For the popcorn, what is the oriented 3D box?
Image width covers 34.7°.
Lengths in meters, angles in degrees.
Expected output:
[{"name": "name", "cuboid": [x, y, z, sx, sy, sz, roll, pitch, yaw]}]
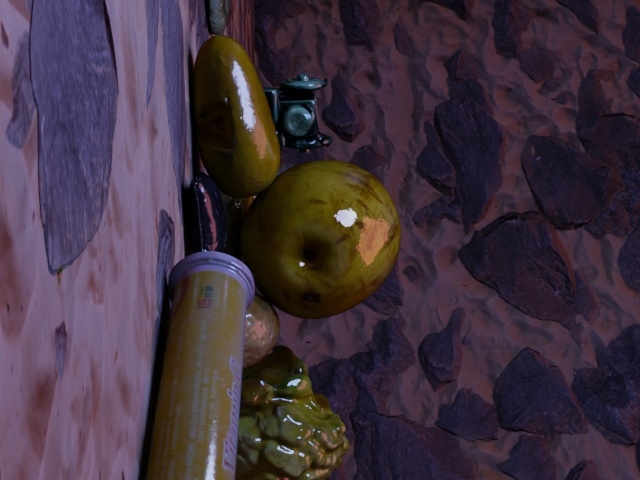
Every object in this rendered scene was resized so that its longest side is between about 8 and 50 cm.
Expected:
[{"name": "popcorn", "cuboid": [-0.083, 0.316, 1.735, 0.258, 0.224, 0.270, 63, 4, 22]}]

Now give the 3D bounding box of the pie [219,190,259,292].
[{"name": "pie", "cuboid": [-0.160, 0.024, 1.875, 0.315, 0.092, 0.315, 2, 90, -87]}]

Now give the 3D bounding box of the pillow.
[{"name": "pillow", "cuboid": [-0.172, -0.032, 1.551, 0.208, 0.055, 0.141, -107, -173, -82]}]

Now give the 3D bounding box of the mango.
[{"name": "mango", "cuboid": [-0.141, -0.197, 1.644, 0.167, 0.129, 0.262, -98, 176, -81]}]

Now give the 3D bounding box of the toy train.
[{"name": "toy train", "cuboid": [-0.097, -0.268, 2.174, 0.299, 0.238, 0.167, -112, -161, -81]}]

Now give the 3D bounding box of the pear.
[{"name": "pear", "cuboid": [0.000, 0.000, 1.719, 0.281, 0.280, 0.281, 178, -90, -89]}]

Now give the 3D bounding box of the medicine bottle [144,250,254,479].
[{"name": "medicine bottle", "cuboid": [-0.134, 0.182, 1.104, 0.426, 0.108, 0.108, -91, 180, -53]}]

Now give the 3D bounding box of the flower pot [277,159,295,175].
[{"name": "flower pot", "cuboid": [-0.105, -0.043, 2.223, 0.209, 0.239, 0.190, 53, 16, -28]}]

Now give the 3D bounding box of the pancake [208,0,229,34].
[{"name": "pancake", "cuboid": [-0.203, -0.525, 2.011, 0.253, 0.037, 0.254, 178, -90, -90]}]

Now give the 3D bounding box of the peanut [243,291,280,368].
[{"name": "peanut", "cuboid": [-0.133, 0.139, 1.631, 0.224, 0.129, 0.129, 78, 10, -86]}]
